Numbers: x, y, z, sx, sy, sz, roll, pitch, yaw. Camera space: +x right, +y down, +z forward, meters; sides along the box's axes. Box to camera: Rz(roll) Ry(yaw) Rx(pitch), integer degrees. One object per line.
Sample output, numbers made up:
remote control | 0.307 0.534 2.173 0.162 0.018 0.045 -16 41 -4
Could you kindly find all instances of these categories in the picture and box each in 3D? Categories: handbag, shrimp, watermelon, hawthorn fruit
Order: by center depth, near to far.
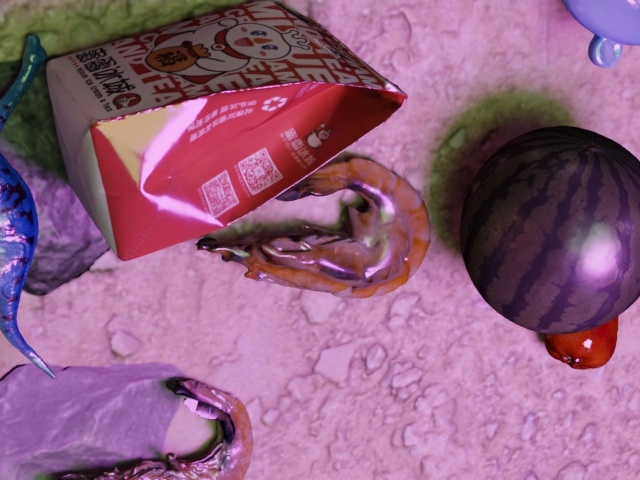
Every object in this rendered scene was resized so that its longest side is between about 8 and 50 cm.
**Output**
handbag | -0.081 -0.109 1.484 0.298 0.171 0.151 -17 122 -17
shrimp | 0.007 -0.015 1.637 0.254 0.059 0.145 13 105 -29
watermelon | 0.243 -0.009 1.661 0.212 0.212 0.212 -10 117 -20
shrimp | -0.165 0.216 1.673 0.219 0.046 0.152 -3 115 -27
hawthorn fruit | 0.293 0.094 1.812 0.081 0.081 0.093 39 64 -33

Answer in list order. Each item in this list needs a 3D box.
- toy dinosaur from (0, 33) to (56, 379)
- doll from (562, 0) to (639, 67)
toy dinosaur | -0.312 -0.019 1.483 0.144 0.076 0.329 -8 106 -29
doll | 0.329 -0.317 1.594 0.177 0.141 0.314 14 104 -26
